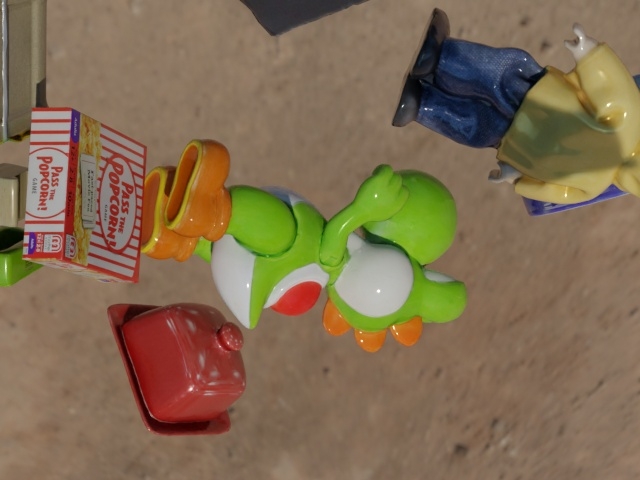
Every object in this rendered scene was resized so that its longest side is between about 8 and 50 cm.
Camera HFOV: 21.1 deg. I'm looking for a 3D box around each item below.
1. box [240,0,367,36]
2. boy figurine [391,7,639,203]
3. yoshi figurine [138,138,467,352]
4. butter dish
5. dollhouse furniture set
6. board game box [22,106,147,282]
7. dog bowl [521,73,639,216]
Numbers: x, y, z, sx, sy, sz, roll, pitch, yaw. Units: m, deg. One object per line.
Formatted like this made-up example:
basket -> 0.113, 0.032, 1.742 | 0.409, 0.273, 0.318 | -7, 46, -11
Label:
box -> -0.017, -0.466, 0.958 | 0.297, 0.472, 0.480 | -18, 44, 40
boy figurine -> 0.211, -0.107, 1.466 | 0.285, 0.177, 0.092 | 18, 41, 0
yoshi figurine -> 0.001, -0.024, 1.832 | 0.362, 0.203, 0.203 | 19, 117, -23
butter dish -> -0.136, 0.127, 1.908 | 0.118, 0.160, 0.160 | -30, 70, 28
dollhouse furniture set -> -0.366, -0.103, 1.629 | 0.151, 0.197, 0.301 | 10, 110, 18
board game box -> -0.230, -0.041, 1.697 | 0.045, 0.193, 0.147 | 0, 83, 16
dog bowl -> 0.315, -0.109, 1.690 | 0.265, 0.265, 0.104 | -16, 91, -2
